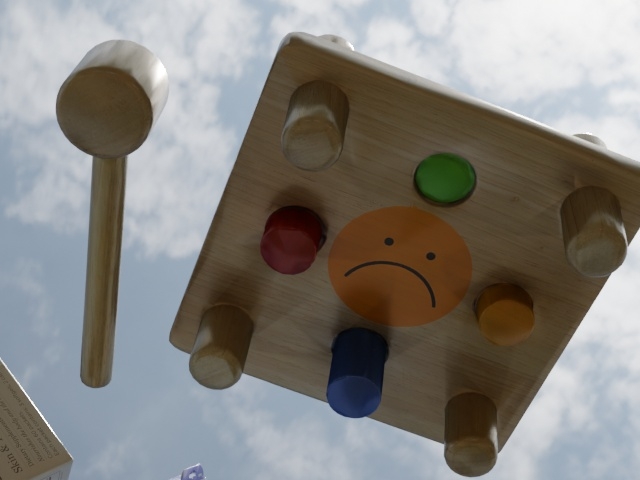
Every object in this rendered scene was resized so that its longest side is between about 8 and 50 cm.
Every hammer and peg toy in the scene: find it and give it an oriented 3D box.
[{"bbox_3d":[0.000,0.000,0.822,0.361,0.266,0.127,19,-147,-6],"label":"hammer and peg toy"}]

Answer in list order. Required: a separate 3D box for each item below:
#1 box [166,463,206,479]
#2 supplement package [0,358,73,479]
[{"bbox_3d":[-0.153,0.299,1.293,0.028,0.081,0.136,9,-89,16],"label":"box"},{"bbox_3d":[-0.426,0.257,1.264,0.262,0.198,0.199,-22,-122,-38],"label":"supplement package"}]
